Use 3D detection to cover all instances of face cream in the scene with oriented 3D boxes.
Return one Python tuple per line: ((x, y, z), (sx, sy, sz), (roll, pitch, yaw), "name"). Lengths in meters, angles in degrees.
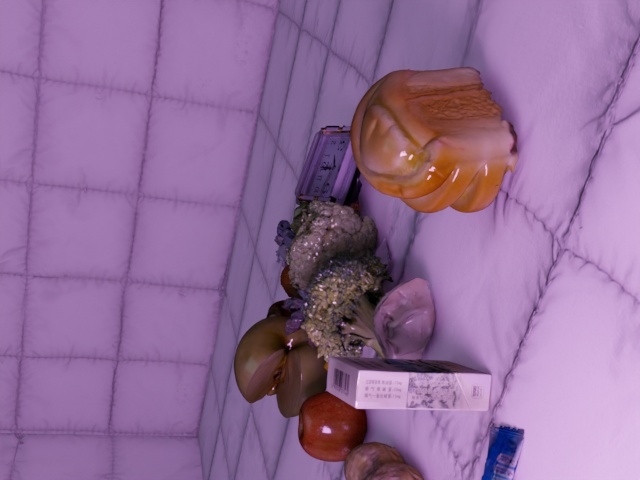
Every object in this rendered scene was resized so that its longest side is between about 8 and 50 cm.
((0.122, 0.110, 1.801), (0.092, 0.058, 0.243), (-99, 28, -52), "face cream")

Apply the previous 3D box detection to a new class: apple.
((0.028, 0.470, 1.786), (0.181, 0.168, 0.181), (-179, 90, -76), "apple")
((-0.111, 0.371, 2.063), (0.292, 0.292, 0.254), (-102, 21, -44), "apple")

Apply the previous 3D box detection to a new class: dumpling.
((0.174, 0.175, 1.483), (0.118, 0.136, 0.199), (-158, 65, -64), "dumpling")

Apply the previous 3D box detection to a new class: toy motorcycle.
((-0.103, 0.058, 2.430), (0.239, 0.108, 0.204), (-120, 39, -62), "toy motorcycle")

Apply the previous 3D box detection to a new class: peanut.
((0.132, 0.517, 1.499), (0.313, 0.149, 0.149), (-161, 78, -72), "peanut")

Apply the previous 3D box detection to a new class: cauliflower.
((0.000, 0.000, 1.832), (0.250, 0.272, 0.275), (52, 122, 32), "cauliflower")

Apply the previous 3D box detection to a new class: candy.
((0.298, 0.376, 1.176), (0.088, 0.038, 0.136), (168, 116, -68), "candy")

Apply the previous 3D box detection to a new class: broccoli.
((0.071, 0.167, 1.639), (0.235, 0.288, 0.260), (-20, 70, 22), "broccoli")

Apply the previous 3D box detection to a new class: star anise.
((-0.007, 0.200, 1.967), (0.262, 0.230, 0.081), (53, -179, 29), "star anise")

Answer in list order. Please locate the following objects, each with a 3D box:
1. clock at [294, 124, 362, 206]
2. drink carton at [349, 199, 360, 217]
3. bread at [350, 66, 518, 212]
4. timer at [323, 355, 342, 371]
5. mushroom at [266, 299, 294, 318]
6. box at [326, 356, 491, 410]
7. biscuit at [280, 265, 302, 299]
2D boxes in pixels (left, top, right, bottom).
((0.038, -0.195, 1.956), (0.186, 0.083, 0.253), (10, 78, 51), "clock")
((0.070, -0.097, 2.000), (0.056, 0.071, 0.165), (124, 149, -51), "drink carton")
((0.200, -0.176, 1.326), (0.211, 0.270, 0.315), (93, 163, -45), "bread")
((0.049, 0.301, 1.866), (0.107, 0.109, 0.107), (-45, -2, -2), "timer")
((-0.119, 0.323, 2.315), (0.253, 0.153, 0.253), (-164, 90, -73), "mushroom")
((0.158, 0.259, 1.290), (0.164, 0.256, 0.069), (178, 97, -72), "box")
((-0.033, 0.137, 2.094), (0.027, 0.188, 0.188), (-56, -4, -41), "biscuit")
